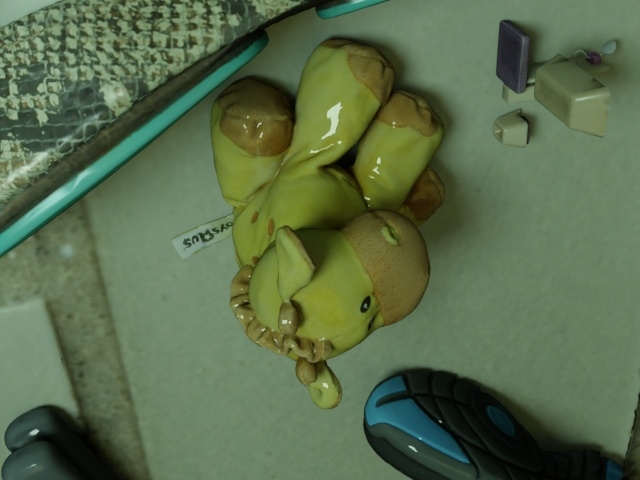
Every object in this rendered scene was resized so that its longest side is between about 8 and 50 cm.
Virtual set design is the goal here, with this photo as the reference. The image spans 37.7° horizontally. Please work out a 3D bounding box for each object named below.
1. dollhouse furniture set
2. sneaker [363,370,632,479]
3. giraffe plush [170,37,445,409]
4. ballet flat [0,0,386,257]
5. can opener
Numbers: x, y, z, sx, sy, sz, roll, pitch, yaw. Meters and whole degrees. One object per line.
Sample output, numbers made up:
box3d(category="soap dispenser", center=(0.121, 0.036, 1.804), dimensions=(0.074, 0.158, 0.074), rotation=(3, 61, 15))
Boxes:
box3d(category="dollhouse furniture set", center=(0.177, -0.090, 0.622), dimensions=(0.081, 0.114, 0.091), rotation=(-11, 124, -12))
box3d(category="sneaker", center=(0.153, 0.232, 0.832), dimensions=(0.341, 0.125, 0.139), rotation=(32, 116, -28))
box3d(category="giraffe plush", center=(0.000, 0.000, 0.601), dimensions=(0.210, 0.170, 0.181), rotation=(-39, 125, 13))
box3d(category="ballet flat", center=(-0.040, -0.165, 0.509), dimensions=(0.483, 0.164, 0.182), rotation=(-28, 105, -1))
box3d(category="can opener", center=(-0.191, 0.260, 0.792), dimensions=(0.095, 0.076, 0.283), rotation=(-27, 125, 4))
